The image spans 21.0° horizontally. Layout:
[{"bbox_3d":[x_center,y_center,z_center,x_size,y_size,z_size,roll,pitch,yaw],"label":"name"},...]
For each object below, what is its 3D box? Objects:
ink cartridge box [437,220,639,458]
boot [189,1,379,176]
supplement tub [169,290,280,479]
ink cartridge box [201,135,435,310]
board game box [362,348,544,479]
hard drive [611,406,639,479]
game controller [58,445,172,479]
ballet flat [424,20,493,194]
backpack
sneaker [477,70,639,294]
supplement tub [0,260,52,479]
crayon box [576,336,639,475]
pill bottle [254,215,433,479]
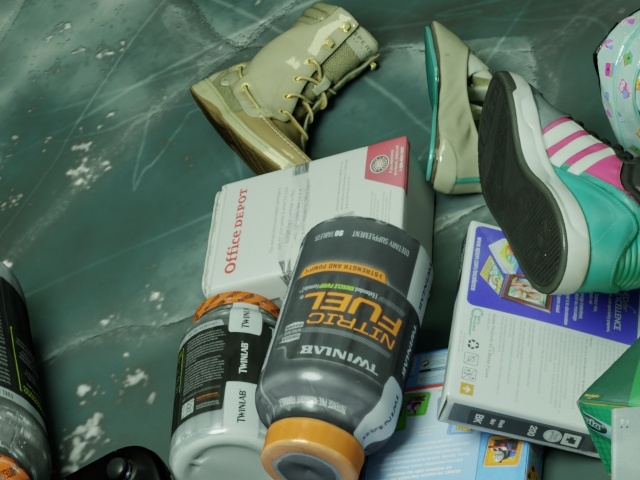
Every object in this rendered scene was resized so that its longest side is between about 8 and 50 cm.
[{"bbox_3d":[0.218,0.092,1.529,0.208,0.045,0.206,13,49,0],"label":"ink cartridge box"},{"bbox_3d":[-0.013,-0.162,1.935,0.203,0.095,0.262,-36,36,-6],"label":"boot"},{"bbox_3d":[-0.081,0.147,1.645,0.117,0.117,0.190,-17,43,18],"label":"supplement tub"},{"bbox_3d":[0.000,0.000,1.760,0.218,0.092,0.158,-13,44,19],"label":"ink cartridge box"},{"bbox_3d":[0.119,0.185,1.536,0.160,0.039,0.211,-10,43,24],"label":"board game box"},{"bbox_3d":[0.259,0.191,1.289,0.094,0.022,0.135,-11,73,48],"label":"hard drive"},{"bbox_3d":[-0.180,0.338,1.516,0.166,0.067,0.319,-24,52,7],"label":"game controller"},{"bbox_3d":[0.151,-0.141,1.828,0.086,0.086,0.248,-16,44,19],"label":"ballet flat"},{"bbox_3d":[0.334,-0.135,1.611,0.152,0.182,0.115,-45,41,-15],"label":"backpack"},{"bbox_3d":[0.255,-0.054,1.559,0.178,0.123,0.295,4,37,-15],"label":"sneaker"},{"bbox_3d":[-0.385,0.171,1.746,0.207,0.207,0.338,-28,40,5],"label":"supplement tub"},{"bbox_3d":[0.361,0.121,1.342,0.165,0.081,0.278,-39,24,-33],"label":"crayon box"},{"bbox_3d":[0.018,0.107,1.555,0.130,0.130,0.245,-7,47,27],"label":"pill bottle"}]
